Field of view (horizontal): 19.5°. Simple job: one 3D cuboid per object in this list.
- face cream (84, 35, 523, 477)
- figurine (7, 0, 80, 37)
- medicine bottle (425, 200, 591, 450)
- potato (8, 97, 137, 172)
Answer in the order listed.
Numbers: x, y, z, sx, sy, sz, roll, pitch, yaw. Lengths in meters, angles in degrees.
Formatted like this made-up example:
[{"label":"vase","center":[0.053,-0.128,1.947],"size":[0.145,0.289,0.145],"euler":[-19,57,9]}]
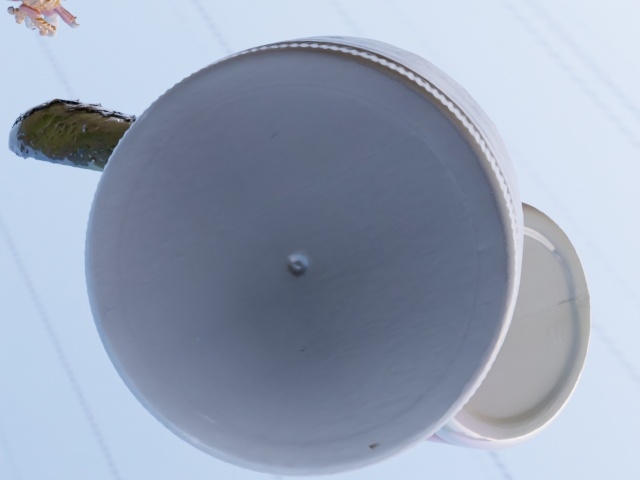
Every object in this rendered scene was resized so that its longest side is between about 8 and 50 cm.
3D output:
[{"label":"face cream","center":[0.000,0.000,0.921],"size":[0.201,0.201,0.187],"euler":[27,-171,3]},{"label":"figurine","center":[-0.215,-0.180,1.431],"size":[0.064,0.109,0.047],"euler":[21,-108,-1]},{"label":"medicine bottle","center":[0.115,0.081,1.918],"size":[0.252,0.252,0.241],"euler":[-2,-178,-37]},{"label":"potato","center":[-0.181,-0.088,1.606],"size":[0.198,0.054,0.119],"euler":[16,-168,41]}]
